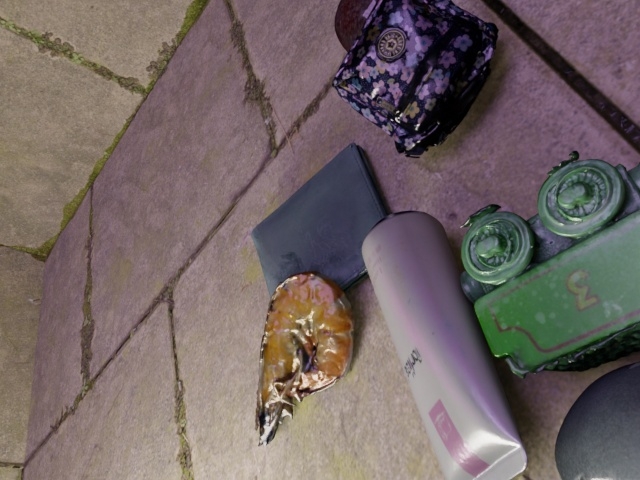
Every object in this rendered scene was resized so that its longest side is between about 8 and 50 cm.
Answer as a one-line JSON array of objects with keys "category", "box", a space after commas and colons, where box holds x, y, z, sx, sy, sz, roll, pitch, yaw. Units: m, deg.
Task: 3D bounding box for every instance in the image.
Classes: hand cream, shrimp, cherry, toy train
[{"category": "hand cream", "box": [0.143, 0.126, 0.694, 0.185, 0.118, 0.358, 107, 157, -49]}, {"category": "shrimp", "box": [-0.031, 0.203, 0.909, 0.164, 0.062, 0.316, 22, 103, 31]}, {"category": "cherry", "box": [0.105, -0.389, 0.972, 0.176, 0.140, 0.176, -4, 82, 28]}, {"category": "toy train", "box": [0.267, 0.031, 0.582, 0.243, 0.132, 0.188, -37, 54, 35]}]

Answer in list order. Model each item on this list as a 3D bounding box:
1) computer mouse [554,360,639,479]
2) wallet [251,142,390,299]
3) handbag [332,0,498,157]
[{"category": "computer mouse", "box": [0.357, 0.139, 0.443, 0.379, 0.090, 0.167, -35, 49, 33]}, {"category": "wallet", "box": [0.001, 0.001, 0.991, 0.290, 0.054, 0.251, -39, 49, 26]}, {"category": "handbag", "box": [0.143, -0.256, 0.839, 0.208, 0.127, 0.228, 41, 105, 21]}]
